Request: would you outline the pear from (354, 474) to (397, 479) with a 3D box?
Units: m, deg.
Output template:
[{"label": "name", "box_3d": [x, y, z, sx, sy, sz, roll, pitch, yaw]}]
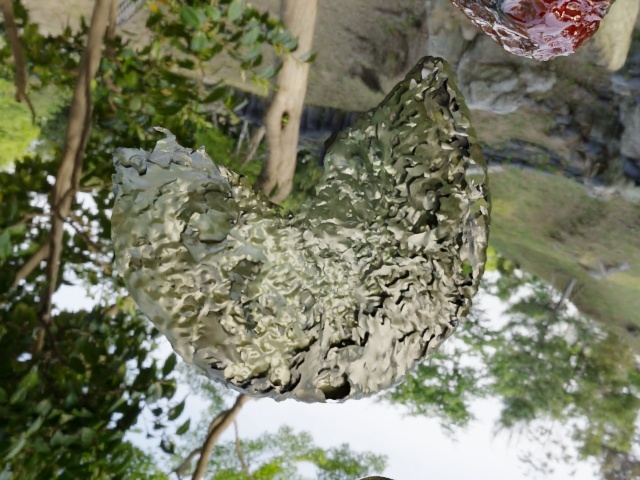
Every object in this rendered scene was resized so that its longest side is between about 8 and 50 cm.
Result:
[{"label": "pear", "box_3d": [0.042, 0.399, 0.694, 0.160, 0.292, 0.292, 23, -172, -6]}]

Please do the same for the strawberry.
[{"label": "strawberry", "box_3d": [0.198, -0.306, 0.662, 0.280, 0.150, 0.253, 36, 169, -5]}]

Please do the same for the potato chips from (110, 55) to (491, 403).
[{"label": "potato chips", "box_3d": [0.002, 0.001, 0.340, 0.220, 0.201, 0.029, -5, -163, -21]}]
